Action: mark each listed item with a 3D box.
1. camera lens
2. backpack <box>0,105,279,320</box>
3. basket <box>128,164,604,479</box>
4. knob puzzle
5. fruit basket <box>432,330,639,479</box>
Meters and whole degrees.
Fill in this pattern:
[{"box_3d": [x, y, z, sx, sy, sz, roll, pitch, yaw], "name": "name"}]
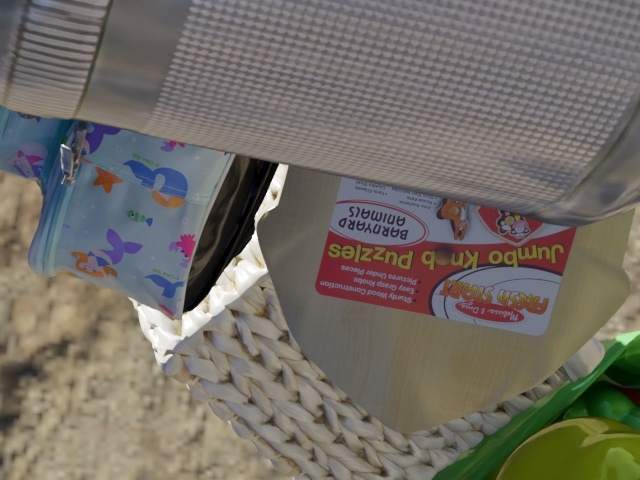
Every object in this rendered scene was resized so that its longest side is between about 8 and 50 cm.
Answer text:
[{"box_3d": [-0.001, -0.131, 0.511, 0.219, 0.274, 0.219, -168, 90, -78], "name": "camera lens"}, {"box_3d": [-0.099, -0.089, 1.036, 0.225, 0.191, 0.253, -79, 3, -59], "name": "backpack"}, {"box_3d": [0.000, 0.000, 1.439, 0.266, 0.328, 0.331, -38, 42, 5], "name": "basket"}, {"box_3d": [0.061, 0.006, 0.872, 0.030, 0.213, 0.213, -102, 35, -68], "name": "knob puzzle"}, {"box_3d": [0.220, 0.258, 1.488, 0.392, 0.283, 0.392, -25, 25, 13], "name": "fruit basket"}]
